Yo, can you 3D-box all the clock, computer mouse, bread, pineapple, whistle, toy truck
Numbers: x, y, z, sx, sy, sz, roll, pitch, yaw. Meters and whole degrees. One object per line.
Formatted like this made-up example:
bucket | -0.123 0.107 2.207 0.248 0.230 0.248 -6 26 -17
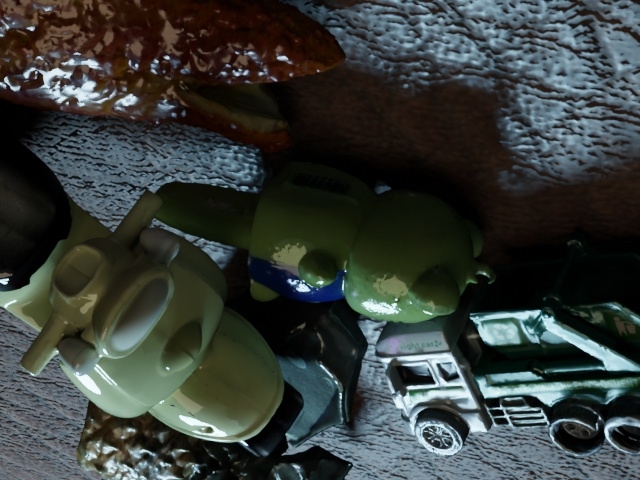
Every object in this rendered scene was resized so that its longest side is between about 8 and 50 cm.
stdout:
clock | -0.179 0.007 0.912 0.379 0.120 0.276 32 172 6
computer mouse | -0.025 0.081 1.082 0.126 0.071 0.231 37 155 -1
bread | -0.126 -0.116 0.840 0.269 0.095 0.139 21 151 -4
pineapple | -0.081 0.177 1.198 0.237 0.119 0.111 21 113 -3
whistle | 0.000 0.000 0.929 0.227 0.105 0.085 12 119 12
toy truck | 0.142 0.063 0.947 0.216 0.110 0.116 -7 124 34
